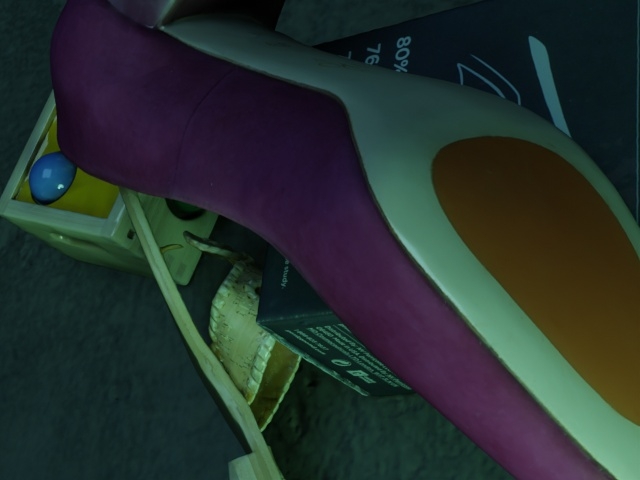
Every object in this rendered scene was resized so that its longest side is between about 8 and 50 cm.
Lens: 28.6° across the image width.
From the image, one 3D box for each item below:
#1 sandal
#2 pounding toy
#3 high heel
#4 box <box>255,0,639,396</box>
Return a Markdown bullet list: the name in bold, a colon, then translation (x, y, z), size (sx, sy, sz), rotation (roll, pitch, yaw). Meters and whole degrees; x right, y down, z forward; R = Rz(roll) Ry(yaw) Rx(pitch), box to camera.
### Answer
- **sandal**: translation (-0.027, 0.060, 0.637), size (0.079, 0.088, 0.240), rotation (-22, 64, -6)
- **pounding toy**: translation (-0.110, -0.056, 0.744), size (0.141, 0.100, 0.130), rotation (11, 72, 39)
- **high heel**: translation (0.000, 0.000, 0.514), size (0.377, 0.127, 0.181), rotation (58, 133, 36)
- **box**: translation (0.090, -0.021, 0.575), size (0.207, 0.108, 0.153), rotation (-8, 61, 32)
